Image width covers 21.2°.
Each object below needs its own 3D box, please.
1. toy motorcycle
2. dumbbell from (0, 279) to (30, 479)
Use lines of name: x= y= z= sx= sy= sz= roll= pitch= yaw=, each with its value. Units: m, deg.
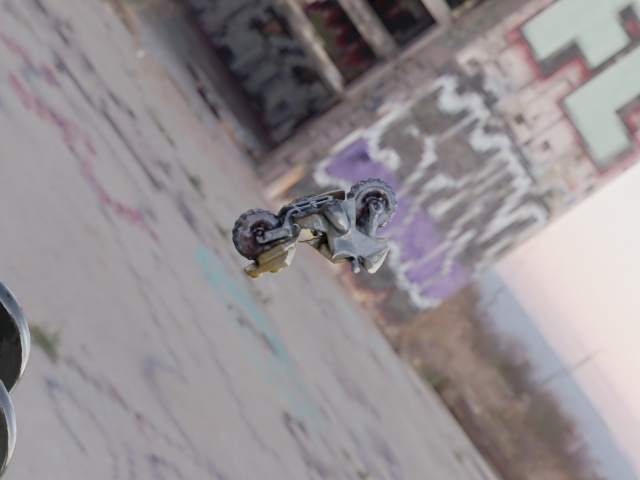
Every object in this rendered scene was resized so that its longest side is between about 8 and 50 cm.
toy motorcycle: x=0.000 y=0.000 z=2.276 sx=0.094 sy=0.229 sz=0.129 roll=-135 pitch=-148 yaw=-67
dumbbell: x=-0.351 y=0.122 z=1.469 sx=0.192 sy=0.192 sz=0.290 roll=55 pitch=12 yaw=-27
